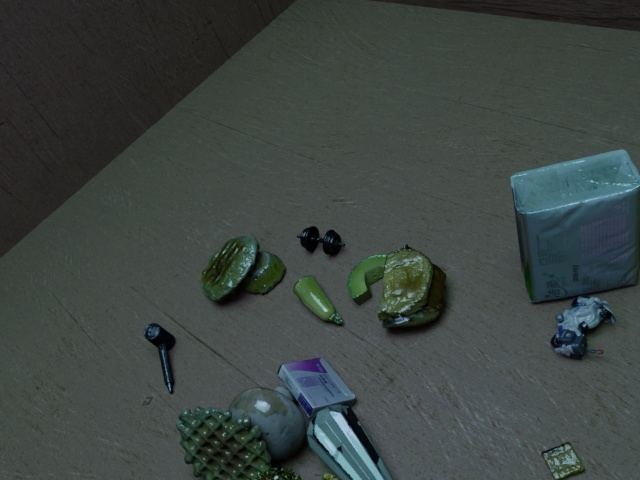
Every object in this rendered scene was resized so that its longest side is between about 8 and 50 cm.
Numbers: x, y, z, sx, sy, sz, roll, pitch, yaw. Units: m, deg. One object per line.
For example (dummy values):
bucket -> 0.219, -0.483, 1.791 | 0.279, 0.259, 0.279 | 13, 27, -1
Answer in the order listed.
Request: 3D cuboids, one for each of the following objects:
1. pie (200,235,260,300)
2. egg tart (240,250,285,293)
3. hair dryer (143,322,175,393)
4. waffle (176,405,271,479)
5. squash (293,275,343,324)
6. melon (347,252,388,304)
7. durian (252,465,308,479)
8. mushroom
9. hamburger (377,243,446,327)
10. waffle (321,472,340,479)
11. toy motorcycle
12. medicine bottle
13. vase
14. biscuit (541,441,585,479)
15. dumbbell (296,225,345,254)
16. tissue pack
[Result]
pie -> -0.353, 0.102, 2.309 | 0.306, 0.071, 0.306 | -36, 34, 28
egg tart -> -0.235, 0.111, 2.310 | 0.197, 0.078, 0.197 | -15, 43, 15
hair dryer -> -0.558, 0.420, 2.150 | 0.070, 0.128, 0.255 | -24, 56, 1
waffle -> -0.277, 0.605, 1.743 | 0.292, 0.309, 0.056 | -3, 24, 25
squash -> 0.004, 0.220, 2.113 | 0.094, 0.094, 0.224 | -38, 53, -12
melon -> 0.174, 0.129, 2.129 | 0.209, 0.064, 0.118 | -35, 45, -12
durian -> -0.130, 0.728, 1.586 | 0.291, 0.291, 0.224 | -29, 88, -3
mushroom -> -0.151, 0.526, 1.818 | 0.244, 0.243, 0.243 | -12, 47, 13
hamburger -> 0.308, 0.159, 1.992 | 0.211, 0.132, 0.309 | -1, 50, 22
waffle -> 0.066, 0.690, 1.596 | 0.038, 0.191, 0.191 | -35, 46, -16
toy motorcycle -> 0.764, 0.244, 1.751 | 0.150, 0.102, 0.221 | 3, 45, 52
medicine bottle -> -0.014, 0.451, 1.871 | 0.171, 0.052, 0.201 | -1, 31, -36
vase -> 0.110, 0.618, 1.655 | 0.165, 0.165, 0.360 | -37, 50, -11
biscuit -> 0.626, 0.571, 1.564 | 0.083, 0.018, 0.081 | -23, 45, 3
dumbbell -> 0.000, 0.000, 2.293 | 0.208, 0.099, 0.099 | 11, 55, 29
tissue pack -> 0.751, -0.031, 1.783 | 0.332, 0.405, 0.205 | -12, 44, 13
